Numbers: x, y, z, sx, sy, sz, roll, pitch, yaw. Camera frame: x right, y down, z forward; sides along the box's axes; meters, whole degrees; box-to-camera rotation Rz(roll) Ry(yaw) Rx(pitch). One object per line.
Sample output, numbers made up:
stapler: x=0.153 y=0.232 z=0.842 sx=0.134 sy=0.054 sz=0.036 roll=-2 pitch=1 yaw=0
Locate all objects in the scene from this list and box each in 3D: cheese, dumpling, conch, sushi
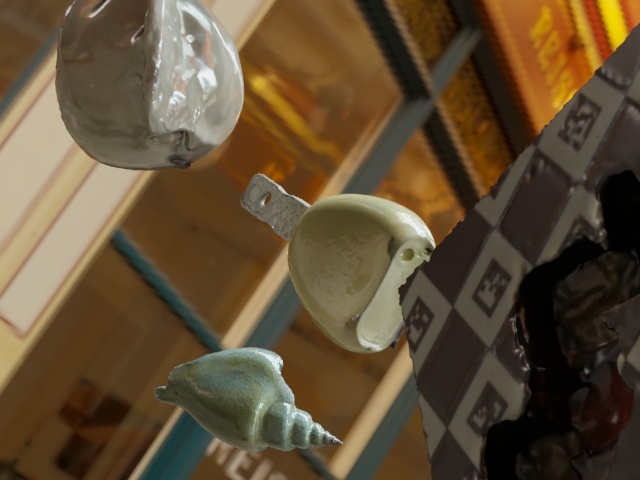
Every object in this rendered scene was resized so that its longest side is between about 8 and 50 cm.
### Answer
cheese: x=0.000 y=0.000 z=1.354 sx=0.054 sy=0.127 sz=0.251 roll=22 pitch=8 yaw=-40
dumpling: x=-0.166 y=-0.171 z=1.356 sx=0.243 sy=0.175 sz=0.227 roll=-2 pitch=-78 yaw=45
conch: x=-0.063 y=0.149 z=1.407 sx=0.180 sy=0.088 sz=0.065 roll=18 pitch=23 yaw=8
sushi: x=0.163 y=0.055 z=0.892 sx=0.059 sy=0.292 sz=0.294 roll=17 pitch=-45 yaw=-27
